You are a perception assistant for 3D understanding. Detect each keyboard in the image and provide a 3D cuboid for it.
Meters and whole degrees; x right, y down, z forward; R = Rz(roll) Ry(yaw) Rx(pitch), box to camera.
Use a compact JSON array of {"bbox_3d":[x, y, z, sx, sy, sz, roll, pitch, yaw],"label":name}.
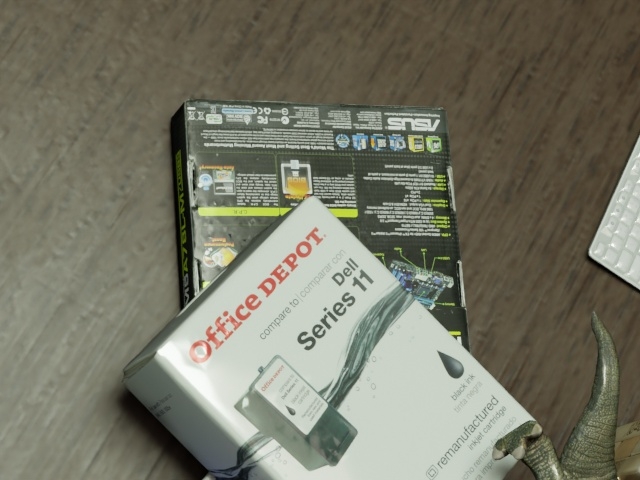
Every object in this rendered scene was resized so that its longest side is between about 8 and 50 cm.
[{"bbox_3d":[0.271,-0.076,1.333,0.072,0.014,0.256,31,68,-8],"label":"keyboard"}]

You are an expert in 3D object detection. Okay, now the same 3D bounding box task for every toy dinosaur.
[{"bbox_3d":[0.135,0.201,1.067,0.160,0.121,0.313,38,46,-45],"label":"toy dinosaur"}]

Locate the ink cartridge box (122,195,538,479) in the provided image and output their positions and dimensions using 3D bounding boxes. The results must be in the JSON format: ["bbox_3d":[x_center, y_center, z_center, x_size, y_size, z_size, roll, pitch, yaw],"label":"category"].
[{"bbox_3d":[0.006,0.099,1.109,0.208,0.087,0.153,45,65,-3],"label":"ink cartridge box"}]

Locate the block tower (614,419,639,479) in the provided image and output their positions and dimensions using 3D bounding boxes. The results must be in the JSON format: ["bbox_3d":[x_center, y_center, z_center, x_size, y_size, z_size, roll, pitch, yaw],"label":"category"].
[{"bbox_3d":[0.162,0.271,1.157,0.091,0.097,0.335,37,68,-5],"label":"block tower"}]

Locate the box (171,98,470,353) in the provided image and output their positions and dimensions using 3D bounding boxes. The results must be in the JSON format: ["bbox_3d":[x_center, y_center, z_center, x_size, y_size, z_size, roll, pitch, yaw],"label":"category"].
[{"bbox_3d":[0.000,0.000,1.206,0.190,0.045,0.184,0,78,-19],"label":"box"}]

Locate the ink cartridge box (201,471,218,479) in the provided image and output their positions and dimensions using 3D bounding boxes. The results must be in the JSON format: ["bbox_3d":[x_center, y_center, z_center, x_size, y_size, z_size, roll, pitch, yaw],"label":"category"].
[{"bbox_3d":[-0.012,0.233,1.135,0.206,0.045,0.208,43,66,-3],"label":"ink cartridge box"}]
